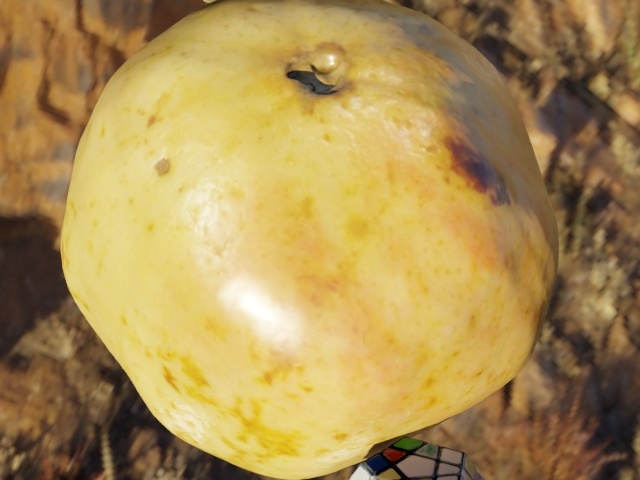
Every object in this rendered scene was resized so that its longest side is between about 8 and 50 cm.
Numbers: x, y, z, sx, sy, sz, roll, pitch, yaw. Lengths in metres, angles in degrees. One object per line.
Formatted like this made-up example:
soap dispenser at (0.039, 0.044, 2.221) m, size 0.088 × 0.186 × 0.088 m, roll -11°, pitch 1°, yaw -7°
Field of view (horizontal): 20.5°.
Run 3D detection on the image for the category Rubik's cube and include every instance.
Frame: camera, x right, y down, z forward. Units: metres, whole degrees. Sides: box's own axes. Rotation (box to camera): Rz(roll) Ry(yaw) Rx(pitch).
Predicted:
Rubik's cube at (0.059, 0.177, 1.095) m, size 0.111 × 0.093 × 0.111 m, roll -1°, pitch 29°, yaw 1°

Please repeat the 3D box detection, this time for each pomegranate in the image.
pomegranate at (0.000, 0.000, 1.188) m, size 0.342 × 0.342 × 0.342 m, roll 11°, pitch 57°, yaw -17°

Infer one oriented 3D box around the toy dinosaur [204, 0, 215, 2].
toy dinosaur at (-0.018, -0.300, 1.465) m, size 0.327 × 0.206 × 0.113 m, roll -23°, pitch 62°, yaw -22°
